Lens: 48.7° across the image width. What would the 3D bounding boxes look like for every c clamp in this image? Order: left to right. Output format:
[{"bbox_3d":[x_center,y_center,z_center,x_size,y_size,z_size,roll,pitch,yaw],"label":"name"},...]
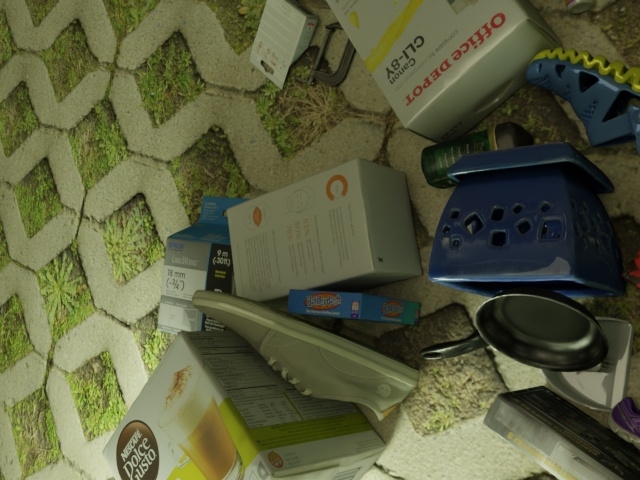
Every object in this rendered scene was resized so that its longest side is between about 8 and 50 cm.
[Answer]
[{"bbox_3d":[0.014,-0.403,1.530,0.137,0.022,0.161,36,108,36],"label":"c clamp"}]

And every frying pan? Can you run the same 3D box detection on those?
[{"bbox_3d":[0.313,0.162,1.124,0.053,0.197,0.326,-62,4,-32],"label":"frying pan"}]

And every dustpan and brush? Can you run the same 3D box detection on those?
[{"bbox_3d":[0.384,0.186,1.148,0.211,0.060,0.148,7,90,39],"label":"dustpan and brush"}]

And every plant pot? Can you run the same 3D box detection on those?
[{"bbox_3d":[0.329,-0.025,1.112,0.235,0.236,0.212,-3,78,39],"label":"plant pot"}]

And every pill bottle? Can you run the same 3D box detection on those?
[{"bbox_3d":[0.430,-0.428,1.188,0.043,0.043,0.083,-15,76,36],"label":"pill bottle"}]

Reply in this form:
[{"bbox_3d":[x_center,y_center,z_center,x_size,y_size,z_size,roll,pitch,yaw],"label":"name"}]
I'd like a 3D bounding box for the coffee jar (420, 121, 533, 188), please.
[{"bbox_3d":[0.277,-0.149,1.247,0.184,0.096,0.079,-15,79,37],"label":"coffee jar"}]

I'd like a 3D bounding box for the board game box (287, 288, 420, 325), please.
[{"bbox_3d":[0.065,0.124,1.309,0.160,0.210,0.047,0,81,36],"label":"board game box"}]

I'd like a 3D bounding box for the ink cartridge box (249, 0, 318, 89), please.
[{"bbox_3d":[-0.086,-0.458,1.618,0.145,0.045,0.179,46,131,32],"label":"ink cartridge box"}]

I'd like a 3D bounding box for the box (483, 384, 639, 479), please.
[{"bbox_3d":[0.384,0.308,1.057,0.231,0.183,0.056,32,105,35],"label":"box"}]

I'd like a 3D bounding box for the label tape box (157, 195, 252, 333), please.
[{"bbox_3d":[-0.250,0.060,1.638,0.240,0.105,0.334,5,89,38],"label":"label tape box"}]

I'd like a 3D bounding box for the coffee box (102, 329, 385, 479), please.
[{"bbox_3d":[-0.152,0.403,1.374,0.334,0.338,0.338,48,114,32],"label":"coffee box"}]

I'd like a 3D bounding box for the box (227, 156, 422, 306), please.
[{"bbox_3d":[0.000,0.000,1.406,0.345,0.168,0.215,-17,74,37],"label":"box"}]

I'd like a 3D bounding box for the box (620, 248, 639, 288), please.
[{"bbox_3d":[0.607,0.052,0.986,0.293,0.057,0.201,40,109,34],"label":"box"}]

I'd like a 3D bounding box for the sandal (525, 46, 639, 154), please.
[{"bbox_3d":[0.452,-0.206,1.101,0.317,0.126,0.138,34,110,37],"label":"sandal"}]

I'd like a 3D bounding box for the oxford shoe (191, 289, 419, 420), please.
[{"bbox_3d":[-0.040,0.209,1.309,0.449,0.169,0.130,24,89,1],"label":"oxford shoe"}]

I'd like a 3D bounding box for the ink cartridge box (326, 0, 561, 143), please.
[{"bbox_3d":[0.206,-0.413,1.290,0.279,0.160,0.385,-41,62,28],"label":"ink cartridge box"}]

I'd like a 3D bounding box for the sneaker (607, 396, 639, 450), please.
[{"bbox_3d":[0.507,0.290,1.037,0.169,0.068,0.071,33,100,37],"label":"sneaker"}]
